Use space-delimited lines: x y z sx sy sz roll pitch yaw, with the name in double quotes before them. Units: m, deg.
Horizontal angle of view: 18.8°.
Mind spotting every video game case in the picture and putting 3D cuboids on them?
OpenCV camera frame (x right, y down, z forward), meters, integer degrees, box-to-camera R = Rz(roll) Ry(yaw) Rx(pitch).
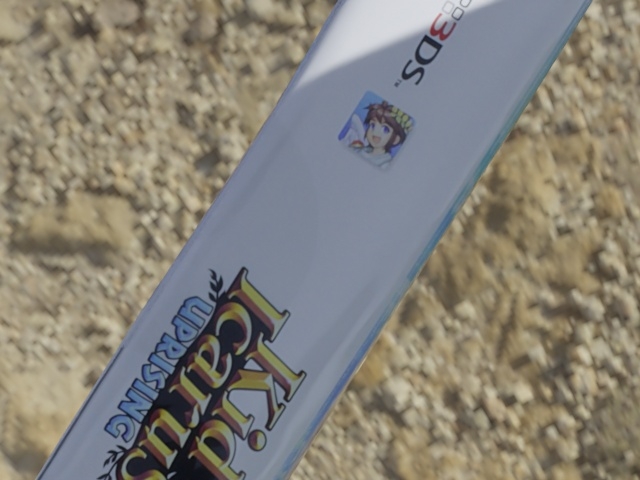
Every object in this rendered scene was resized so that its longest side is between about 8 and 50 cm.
"video game case" 0.000 0.000 0.625 0.061 0.269 0.244 31 97 1
